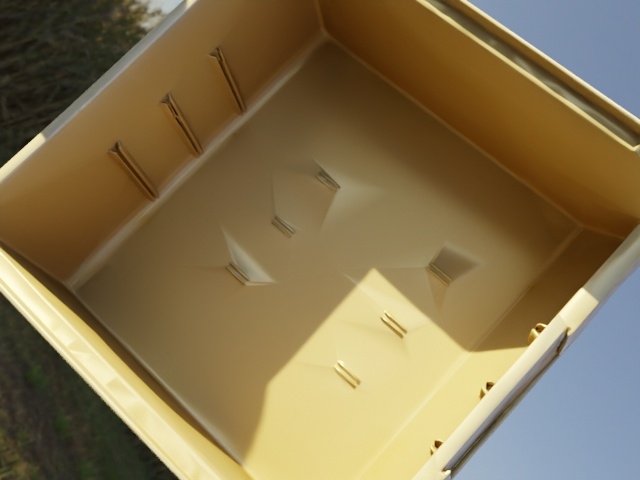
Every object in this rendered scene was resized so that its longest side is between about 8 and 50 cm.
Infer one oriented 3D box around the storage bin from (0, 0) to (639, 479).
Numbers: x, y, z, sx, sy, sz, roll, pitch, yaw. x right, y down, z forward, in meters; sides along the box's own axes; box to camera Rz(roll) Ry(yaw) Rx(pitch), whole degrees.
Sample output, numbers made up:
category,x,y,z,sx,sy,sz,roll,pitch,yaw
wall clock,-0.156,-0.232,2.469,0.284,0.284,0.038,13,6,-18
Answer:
category,x,y,z,sx,sy,sz,roll,pitch,yaw
storage bin,0.000,0.000,0.456,0.260,0.262,0.123,40,-11,20
